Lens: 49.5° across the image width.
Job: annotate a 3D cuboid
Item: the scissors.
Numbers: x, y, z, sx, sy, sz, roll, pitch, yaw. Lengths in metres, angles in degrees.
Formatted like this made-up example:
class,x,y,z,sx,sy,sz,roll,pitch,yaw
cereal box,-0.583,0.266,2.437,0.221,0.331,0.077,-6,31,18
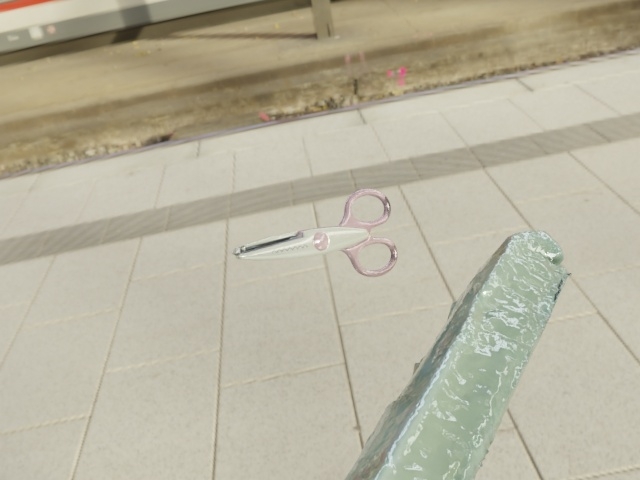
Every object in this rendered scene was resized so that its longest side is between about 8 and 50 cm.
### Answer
class,x,y,z,sx,sy,sz,roll,pitch,yaw
scissors,0.000,0.000,0.632,0.176,0.086,0.022,-9,2,-35

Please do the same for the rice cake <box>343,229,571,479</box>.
class,x,y,z,sx,sy,sz,roll,pitch,yaw
rice cake,0.076,0.094,0.403,0.063,0.066,0.336,40,43,8
